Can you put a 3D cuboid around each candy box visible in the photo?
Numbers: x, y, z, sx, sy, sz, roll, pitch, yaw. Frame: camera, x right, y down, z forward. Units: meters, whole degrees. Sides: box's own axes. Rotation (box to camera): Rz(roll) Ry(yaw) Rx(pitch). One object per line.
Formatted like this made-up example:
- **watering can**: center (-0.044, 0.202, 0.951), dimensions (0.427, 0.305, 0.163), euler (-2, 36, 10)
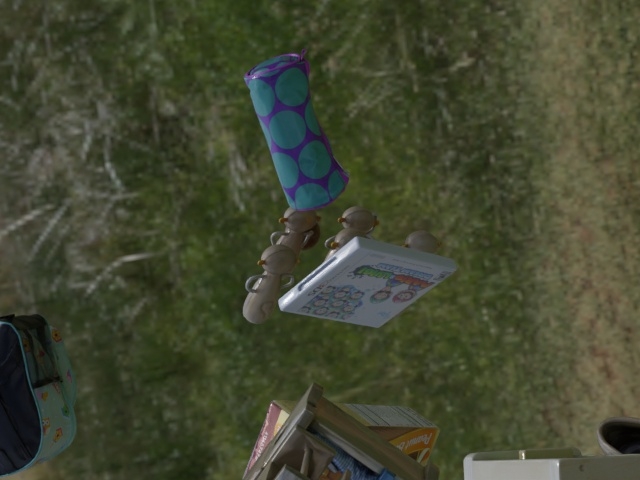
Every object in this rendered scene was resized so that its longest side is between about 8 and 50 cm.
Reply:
- **candy box**: center (0.031, 0.354, 1.878), dimensions (0.087, 0.316, 0.183), euler (32, 105, 43)

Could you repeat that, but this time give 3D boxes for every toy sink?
- **toy sink**: center (0.245, 0.287, 1.270), dimensions (0.234, 0.152, 0.131), euler (157, 113, -62)

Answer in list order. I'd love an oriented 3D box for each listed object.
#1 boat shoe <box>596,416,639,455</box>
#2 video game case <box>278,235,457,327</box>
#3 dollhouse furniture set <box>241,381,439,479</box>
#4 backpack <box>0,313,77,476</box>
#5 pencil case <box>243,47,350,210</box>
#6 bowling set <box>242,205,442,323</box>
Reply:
- **boat shoe**: center (0.433, 0.263, 1.298), dimensions (0.302, 0.109, 0.098), euler (13, 142, 50)
- **video game case**: center (0.055, 0.051, 1.367), dimensions (0.143, 0.157, 0.019), euler (-40, 52, 36)
- **dollhouse furniture set**: center (0.001, 0.221, 0.911), dimensions (0.129, 0.129, 0.184), euler (-55, 2, 13)
- **backpack**: center (-0.393, 0.200, 1.506), dimensions (0.144, 0.165, 0.188), euler (9, -116, -69)
- **pencil case**: center (-0.022, -0.110, 1.198), dimensions (0.064, 0.070, 0.152), euler (-72, -37, -71)
- **bowling set**: center (0.000, 0.000, 1.687), dimensions (0.200, 0.287, 0.154), euler (58, 137, 39)
